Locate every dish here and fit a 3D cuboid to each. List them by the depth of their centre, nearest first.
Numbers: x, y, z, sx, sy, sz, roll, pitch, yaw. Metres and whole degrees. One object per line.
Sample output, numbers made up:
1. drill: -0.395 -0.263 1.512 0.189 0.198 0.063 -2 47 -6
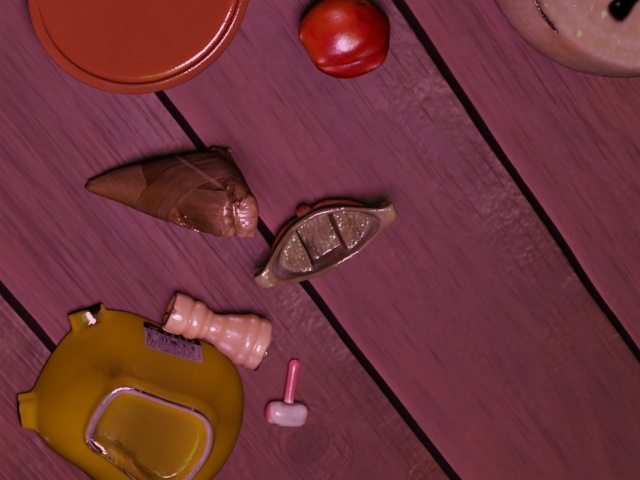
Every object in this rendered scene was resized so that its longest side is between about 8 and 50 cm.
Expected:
1. dish: -0.208 0.208 1.600 0.262 0.108 0.221 33 93 -20

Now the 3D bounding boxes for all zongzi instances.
1. zongzi: -0.164 -0.046 1.521 0.176 0.160 0.078 -5 109 -15

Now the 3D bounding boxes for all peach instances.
1. peach: 0.030 -0.234 1.560 0.100 0.101 0.101 -3 104 -14

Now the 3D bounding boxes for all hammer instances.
1. hammer: -0.038 0.186 1.681 0.052 0.031 0.083 7 96 -20

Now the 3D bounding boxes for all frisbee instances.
1. frisbee: -0.195 -0.277 1.497 0.251 0.021 0.251 -10 120 -17

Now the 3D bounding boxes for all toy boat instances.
1. toy boat: 0.000 -0.001 1.621 0.185 0.071 0.089 -29 110 -5

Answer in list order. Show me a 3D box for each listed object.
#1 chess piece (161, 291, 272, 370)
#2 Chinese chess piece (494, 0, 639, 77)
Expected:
1. chess piece: -0.122 0.104 1.620 0.122 0.066 0.066 21 98 -15
2. Chinese chess piece: 0.355 -0.361 1.584 0.349 0.146 0.349 -3 105 -13
